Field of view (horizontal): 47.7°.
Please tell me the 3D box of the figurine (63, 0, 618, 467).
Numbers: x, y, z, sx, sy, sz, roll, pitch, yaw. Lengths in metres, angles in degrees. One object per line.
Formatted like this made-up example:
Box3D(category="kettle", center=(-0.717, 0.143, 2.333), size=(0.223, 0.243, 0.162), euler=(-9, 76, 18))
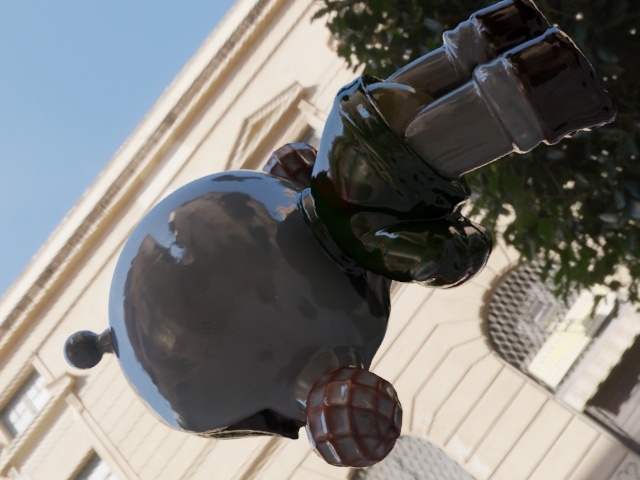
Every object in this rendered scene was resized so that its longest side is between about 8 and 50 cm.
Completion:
Box3D(category="figurine", center=(0.000, 0.000, 0.460), size=(0.370, 0.281, 0.167), euler=(-38, -53, 20))
